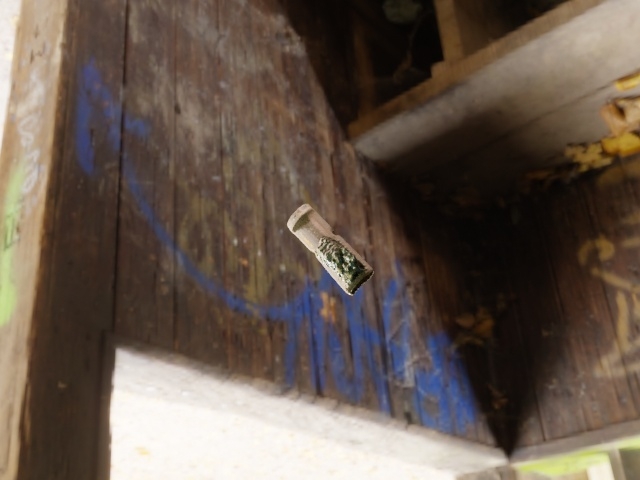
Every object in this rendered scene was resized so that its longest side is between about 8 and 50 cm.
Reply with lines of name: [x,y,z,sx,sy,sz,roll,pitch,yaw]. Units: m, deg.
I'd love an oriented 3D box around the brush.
brush: [0.000,0.000,0.840,0.034,0.190,0.027,-47,118,3]
